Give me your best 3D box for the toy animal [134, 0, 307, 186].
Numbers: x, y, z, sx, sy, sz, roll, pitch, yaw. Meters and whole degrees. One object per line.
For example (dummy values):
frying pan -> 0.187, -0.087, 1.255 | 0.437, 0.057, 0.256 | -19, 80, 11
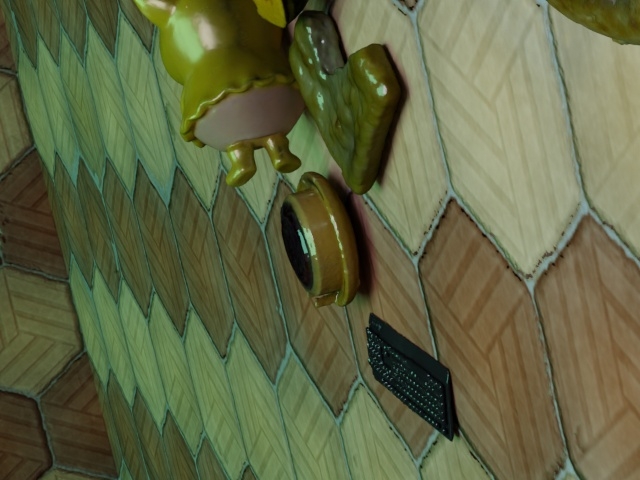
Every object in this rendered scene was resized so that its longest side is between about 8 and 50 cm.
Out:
toy animal -> -0.089, -0.171, 1.747 | 0.156, 0.156, 0.230 | 125, 126, -69

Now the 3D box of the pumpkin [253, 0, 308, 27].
pumpkin -> -0.060, -0.295, 1.613 | 0.183, 0.107, 0.119 | 47, 163, 8

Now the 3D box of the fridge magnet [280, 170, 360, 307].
fridge magnet -> 0.000, 0.000, 1.754 | 0.143, 0.063, 0.143 | 163, 90, -77

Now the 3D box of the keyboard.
keyboard -> 0.084, 0.131, 1.683 | 0.196, 0.015, 0.074 | -145, 43, -64

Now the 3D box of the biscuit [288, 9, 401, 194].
biscuit -> 0.019, -0.153, 1.601 | 0.174, 0.039, 0.183 | 99, 150, -56

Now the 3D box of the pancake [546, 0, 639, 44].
pancake -> 0.158, -0.291, 0.957 | 0.387, 0.082, 0.387 | 169, 90, -74
